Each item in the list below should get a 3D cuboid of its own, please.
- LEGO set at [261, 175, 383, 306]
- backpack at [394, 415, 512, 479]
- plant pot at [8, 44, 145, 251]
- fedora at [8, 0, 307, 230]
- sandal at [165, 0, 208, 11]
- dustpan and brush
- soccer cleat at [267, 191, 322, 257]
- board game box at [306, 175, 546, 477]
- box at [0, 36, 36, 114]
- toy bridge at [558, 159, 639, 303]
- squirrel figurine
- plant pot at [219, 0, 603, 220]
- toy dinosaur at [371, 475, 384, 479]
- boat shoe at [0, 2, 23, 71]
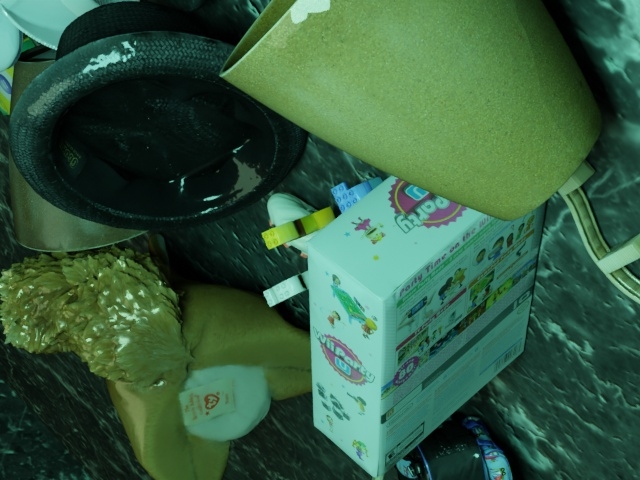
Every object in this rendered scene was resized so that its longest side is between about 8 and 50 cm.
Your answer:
[{"bbox_3d":[0.000,0.000,1.381,0.227,0.093,0.087,-28,86,40],"label":"LEGO set"},{"bbox_3d":[0.150,0.276,1.548,0.173,0.117,0.158,-126,21,-68],"label":"backpack"},{"bbox_3d":[-0.310,-0.134,1.663,0.215,0.215,0.230,17,124,47],"label":"plant pot"},{"bbox_3d":[-0.177,-0.152,1.404,0.334,0.334,0.152,99,160,-56],"label":"fedora"},{"bbox_3d":[-0.172,-0.398,1.218,0.167,0.107,0.445,37,163,22],"label":"sandal"},{"bbox_3d":[-0.248,-0.254,1.510,0.211,0.147,0.060,36,-160,-47],"label":"dustpan and brush"},{"bbox_3d":[0.018,0.002,1.472,0.196,0.068,0.076,46,125,22],"label":"soccer cleat"},{"bbox_3d":[0.100,0.060,1.234,0.097,0.224,0.303,38,151,27],"label":"board game box"},{"bbox_3d":[-0.446,-0.236,1.882,0.179,0.043,0.105,6,130,56],"label":"box"},{"bbox_3d":[0.266,0.011,1.136,0.188,0.026,0.063,50,154,1],"label":"toy bridge"},{"bbox_3d":[-0.231,0.105,1.741,0.397,0.281,0.370,39,-176,-35],"label":"squirrel figurine"},{"bbox_3d":[0.090,-0.137,1.025,0.254,0.237,0.237,41,155,-12],"label":"plant pot"},{"bbox_3d":[0.071,0.201,1.511,0.118,0.064,0.268,159,116,-70],"label":"toy dinosaur"},{"bbox_3d":[-0.424,-0.316,1.637,0.367,0.156,0.135,42,120,41],"label":"boat shoe"}]
